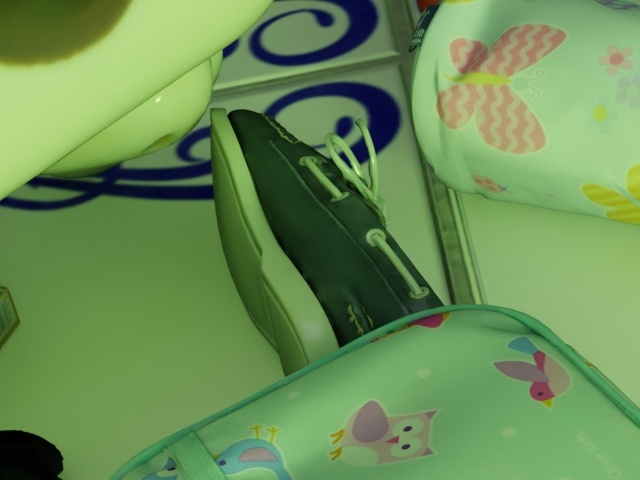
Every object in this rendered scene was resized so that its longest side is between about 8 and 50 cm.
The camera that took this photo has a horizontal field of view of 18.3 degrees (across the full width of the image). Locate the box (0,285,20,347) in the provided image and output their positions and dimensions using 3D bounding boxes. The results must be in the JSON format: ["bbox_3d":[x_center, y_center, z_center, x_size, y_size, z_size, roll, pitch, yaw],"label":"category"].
[{"bbox_3d":[-0.232,0.050,1.015,0.136,0.028,0.081,7,40,22],"label":"box"}]

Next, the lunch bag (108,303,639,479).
[{"bbox_3d":[0.047,0.152,0.725,0.224,0.108,0.279,-23,37,-15],"label":"lunch bag"}]

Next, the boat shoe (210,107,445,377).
[{"bbox_3d":[0.000,0.000,0.951,0.079,0.095,0.254,-15,26,-9],"label":"boat shoe"}]

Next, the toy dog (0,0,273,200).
[{"bbox_3d":[-0.193,-0.077,0.877,0.395,0.284,0.408,-6,26,36],"label":"toy dog"}]

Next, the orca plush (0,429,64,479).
[{"bbox_3d":[-0.203,0.093,0.883,0.151,0.102,0.287,-35,41,-28],"label":"orca plush"}]

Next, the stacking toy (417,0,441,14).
[{"bbox_3d":[0.138,-0.228,1.215,0.141,0.141,0.330,7,46,25],"label":"stacking toy"}]

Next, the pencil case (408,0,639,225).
[{"bbox_3d":[0.181,-0.064,0.973,0.273,0.113,0.124,13,65,29],"label":"pencil case"}]
